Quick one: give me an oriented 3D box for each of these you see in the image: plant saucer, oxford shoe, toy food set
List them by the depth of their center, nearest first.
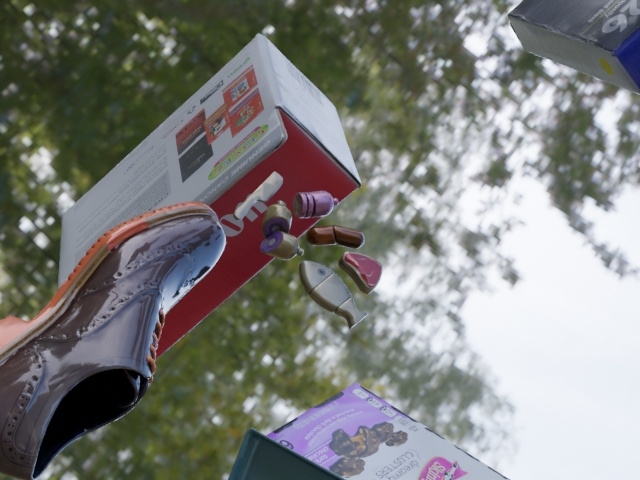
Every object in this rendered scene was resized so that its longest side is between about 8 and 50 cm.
[{"bbox_3d":[-0.142,0.070,0.978,0.098,0.271,0.097,29,-40,22],"label":"oxford shoe"},{"bbox_3d":[0.007,0.201,1.011,0.192,0.067,0.018,22,1,37],"label":"plant saucer"},{"bbox_3d":[0.000,0.000,1.035,0.122,0.078,0.019,40,-37,2],"label":"toy food set"}]

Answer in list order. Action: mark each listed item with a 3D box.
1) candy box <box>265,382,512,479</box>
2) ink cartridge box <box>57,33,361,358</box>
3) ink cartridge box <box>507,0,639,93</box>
[{"bbox_3d":[0.056,0.232,1.312,0.196,0.165,0.070,30,-59,26],"label":"candy box"},{"bbox_3d":[-0.120,-0.026,1.455,0.309,0.272,0.130,-40,-64,14],"label":"ink cartridge box"},{"bbox_3d":[0.396,-0.291,1.534,0.072,0.304,0.307,53,-7,-28],"label":"ink cartridge box"}]
